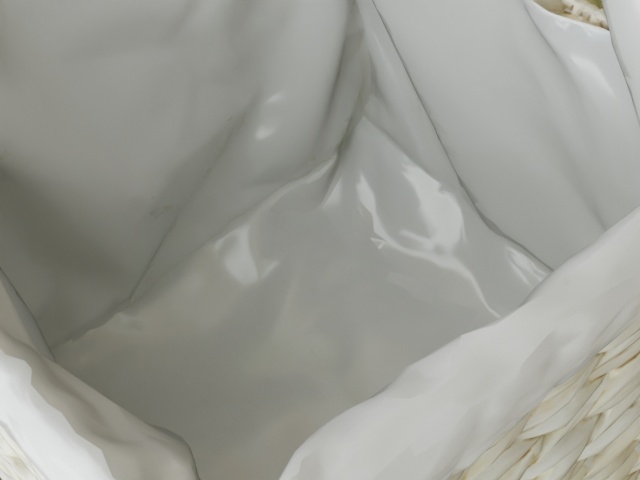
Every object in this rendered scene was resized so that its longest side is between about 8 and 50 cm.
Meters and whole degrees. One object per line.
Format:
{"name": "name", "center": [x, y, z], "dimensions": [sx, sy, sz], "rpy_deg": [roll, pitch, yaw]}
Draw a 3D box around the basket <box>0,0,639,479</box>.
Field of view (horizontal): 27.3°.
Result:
{"name": "basket", "center": [0.000, 0.000, 0.570], "dimensions": [0.328, 0.331, 0.266], "rpy_deg": [39, 156, 32]}
